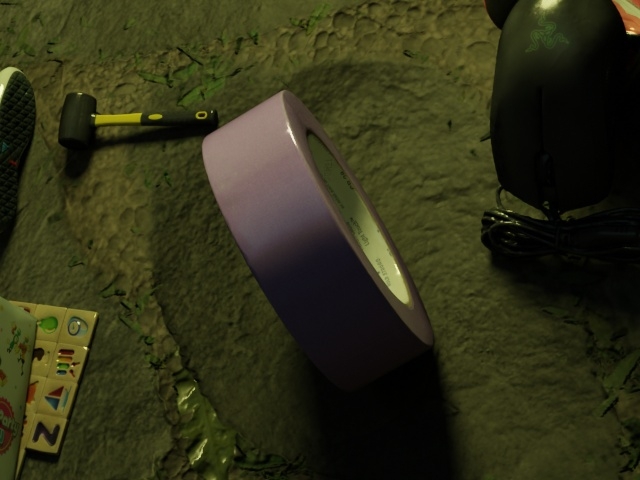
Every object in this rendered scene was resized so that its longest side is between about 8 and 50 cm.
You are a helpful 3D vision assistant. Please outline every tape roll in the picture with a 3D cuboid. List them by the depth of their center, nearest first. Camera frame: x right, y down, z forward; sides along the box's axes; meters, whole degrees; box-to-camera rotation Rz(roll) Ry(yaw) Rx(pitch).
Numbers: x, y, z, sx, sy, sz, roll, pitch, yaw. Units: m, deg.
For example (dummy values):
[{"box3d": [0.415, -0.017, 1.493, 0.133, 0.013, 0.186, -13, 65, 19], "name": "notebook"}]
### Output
[{"box3d": [0.000, 0.000, 1.446, 0.090, 0.275, 0.275, -30, 60, 8], "name": "tape roll"}]

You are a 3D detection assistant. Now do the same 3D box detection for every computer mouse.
[{"box3d": [0.221, -0.104, 1.432, 0.188, 0.072, 0.272, 4, 106, 29], "name": "computer mouse"}]

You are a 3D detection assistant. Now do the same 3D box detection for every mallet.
[{"box3d": [-0.204, -0.143, 1.739, 0.189, 0.039, 0.062, -7, 69, 16], "name": "mallet"}]

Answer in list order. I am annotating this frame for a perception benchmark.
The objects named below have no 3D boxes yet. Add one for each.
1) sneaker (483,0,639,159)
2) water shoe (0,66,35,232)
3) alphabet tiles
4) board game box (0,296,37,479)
[{"box3d": [0.305, -0.184, 1.488, 0.314, 0.136, 0.116, 45, 125, 11], "name": "sneaker"}, {"box3d": [-0.384, -0.105, 1.776, 0.080, 0.073, 0.203, -3, 67, 25], "name": "water shoe"}, {"box3d": [-0.353, 0.179, 1.680, 0.198, 0.009, 0.237, 6, 72, 25], "name": "alphabet tiles"}, {"box3d": [-0.431, 0.216, 1.638, 0.224, 0.097, 0.303, -4, 69, 21], "name": "board game box"}]
